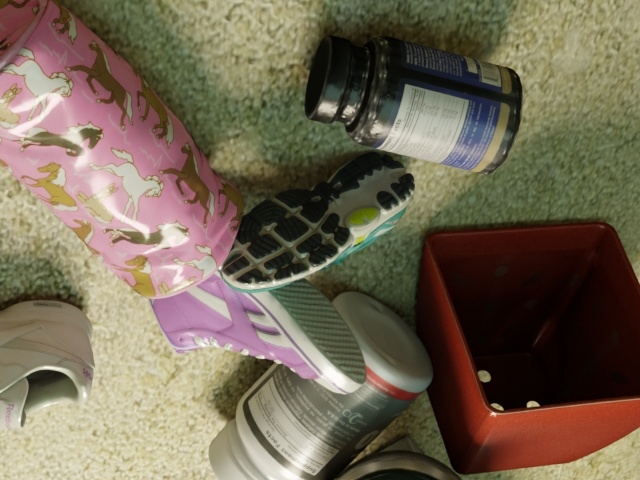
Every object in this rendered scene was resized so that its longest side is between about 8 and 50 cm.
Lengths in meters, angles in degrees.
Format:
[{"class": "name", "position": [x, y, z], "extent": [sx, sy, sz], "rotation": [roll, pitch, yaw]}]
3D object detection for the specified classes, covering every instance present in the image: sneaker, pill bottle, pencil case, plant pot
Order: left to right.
[{"class": "sneaker", "position": [-0.404, 0.144, 1.624], "extent": [0.305, 0.152, 0.114], "rotation": [-5, 133, -15]}, {"class": "pencil case", "position": [-0.236, -0.092, 1.479], "extent": [0.167, 0.160, 0.386], "rotation": [1, 148, 37]}, {"class": "sneaker", "position": [-0.085, 0.104, 1.699], "extent": [0.282, 0.102, 0.161], "rotation": [43, 116, -3]}, {"class": "pill bottle", "position": [-0.004, 0.214, 1.832], "extent": [0.161, 0.161, 0.283], "rotation": [26, 117, -36]}, {"class": "sneaker", "position": [0.000, 0.000, 1.647], "extent": [0.275, 0.107, 0.110], "rotation": [-26, 151, -32]}, {"class": "pill bottle", "position": [0.100, -0.153, 1.565], "extent": [0.219, 0.123, 0.123], "rotation": [13, 125, -13]}, {"class": "plant pot", "position": [0.259, 0.157, 1.837], "extent": [0.267, 0.267, 0.236], "rotation": [-3, 143, -19]}]

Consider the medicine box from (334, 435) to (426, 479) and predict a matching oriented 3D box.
[{"class": "medicine box", "position": [0.102, 0.468, 2.104], "extent": [0.263, 0.149, 0.289], "rotation": [-33, 134, 8]}]

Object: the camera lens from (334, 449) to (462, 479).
[{"class": "camera lens", "position": [0.098, 0.378, 1.806], "extent": [0.219, 0.219, 0.274], "rotation": [-25, 174, 1]}]
